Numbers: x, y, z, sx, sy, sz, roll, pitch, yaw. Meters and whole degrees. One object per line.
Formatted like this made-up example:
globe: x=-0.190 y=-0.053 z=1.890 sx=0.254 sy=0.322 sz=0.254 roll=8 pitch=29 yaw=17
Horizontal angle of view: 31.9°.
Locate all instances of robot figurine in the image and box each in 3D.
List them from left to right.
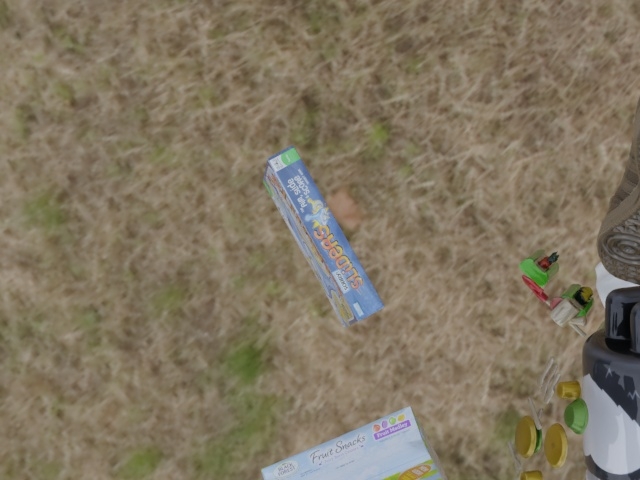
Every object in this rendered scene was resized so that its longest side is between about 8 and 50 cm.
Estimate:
robot figurine: x=0.370 y=0.190 z=1.222 sx=0.173 sy=0.209 sz=0.278 roll=2 pitch=104 yaw=26

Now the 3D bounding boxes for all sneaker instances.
sneaker: x=0.192 y=-0.038 z=0.584 sx=0.066 sy=0.071 sz=0.188 roll=19 pitch=156 yaw=15

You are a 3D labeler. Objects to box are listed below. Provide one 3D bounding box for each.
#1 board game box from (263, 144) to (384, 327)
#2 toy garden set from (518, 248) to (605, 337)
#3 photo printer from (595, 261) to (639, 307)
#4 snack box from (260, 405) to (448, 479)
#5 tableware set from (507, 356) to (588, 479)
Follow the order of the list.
board game box: x=0.000 y=0.000 z=1.258 sx=0.201 sy=0.035 sz=0.136 roll=61 pitch=172 yaw=5
toy garden set: x=0.362 y=0.103 z=1.459 sx=0.244 sy=0.204 sz=0.049 roll=45 pitch=109 yaw=10
photo printer: x=0.557 y=0.087 z=1.589 sx=0.256 sy=0.107 sz=0.307 roll=-20 pitch=135 yaw=34
snack box: x=0.049 y=0.274 z=1.228 sx=0.174 sy=0.207 sz=0.070 roll=-23 pitch=60 yaw=2
tableware set: x=0.250 y=0.210 z=1.215 sx=0.024 sy=0.104 sz=0.154 roll=6 pitch=127 yaw=-15
